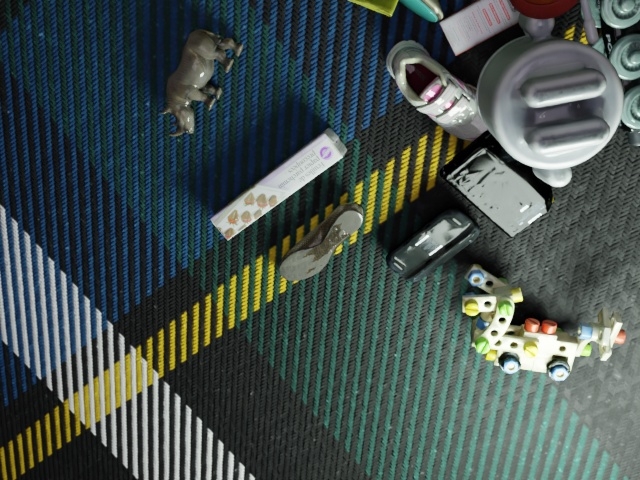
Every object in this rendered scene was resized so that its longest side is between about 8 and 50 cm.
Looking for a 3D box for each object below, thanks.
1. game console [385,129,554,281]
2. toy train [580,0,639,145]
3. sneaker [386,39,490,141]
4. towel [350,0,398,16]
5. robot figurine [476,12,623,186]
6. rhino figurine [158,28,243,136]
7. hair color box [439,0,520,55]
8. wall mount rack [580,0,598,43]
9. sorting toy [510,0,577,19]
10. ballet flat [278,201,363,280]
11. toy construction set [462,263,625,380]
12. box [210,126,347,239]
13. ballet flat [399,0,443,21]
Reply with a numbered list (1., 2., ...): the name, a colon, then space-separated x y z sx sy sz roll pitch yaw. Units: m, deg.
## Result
1. game console: 0.276 -0.045 1.407 0.213 0.044 0.361 38 118 -22
2. toy train: 0.578 -0.337 1.208 0.190 0.142 0.333 -16 106 5
3. sneaker: 0.224 -0.270 1.312 0.252 0.111 0.103 36 114 -4
4. towel: 0.123 -0.517 1.220 0.102 0.021 0.237 22 85 6
5. robot figurine: 0.372 -0.237 1.164 0.200 0.353 0.299 -6 109 7
6. rhino figurine: -0.256 -0.315 1.415 0.106 0.073 0.243 30 116 -5
7. hair color box: 0.297 -0.407 1.279 0.141 0.043 0.072 -24 105 21
8. wall mount rack: 0.489 -0.483 1.082 0.350 0.304 0.130 -13 148 16
9. sorting toy: 0.433 -0.448 0.971 0.366 0.126 0.127 -24 79 15
10. ballet flat: 0.000 0.000 1.505 0.084 0.058 0.250 30 122 -25
11. toy construction set: 0.446 0.180 1.439 0.328 0.151 0.215 13 114 18
12. box: -0.091 -0.116 1.465 0.324 0.067 0.063 -34 102 22
13. ballet flat: 0.130 -0.493 1.265 0.248 0.086 0.086 31 114 -1
